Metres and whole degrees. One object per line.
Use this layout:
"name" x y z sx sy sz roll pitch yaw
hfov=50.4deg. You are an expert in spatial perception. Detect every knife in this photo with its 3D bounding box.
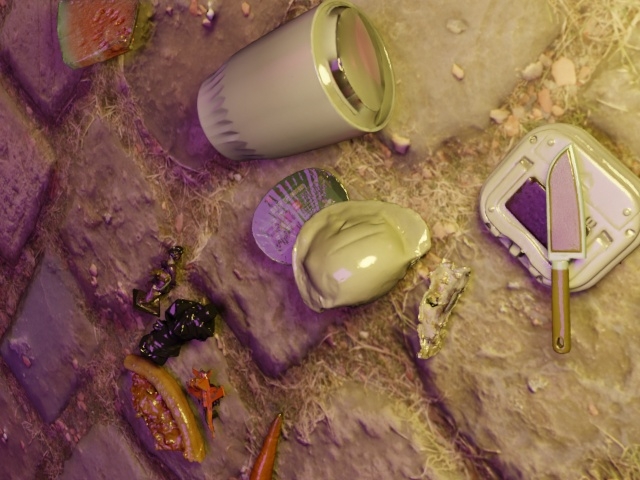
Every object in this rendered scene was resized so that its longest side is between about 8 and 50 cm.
"knife" 0.398 0.015 1.096 0.061 0.027 0.343 0 97 37

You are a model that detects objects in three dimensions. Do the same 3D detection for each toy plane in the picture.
"toy plane" -0.288 0.416 1.757 0.135 0.062 0.188 -6 107 37

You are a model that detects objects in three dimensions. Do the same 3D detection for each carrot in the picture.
"carrot" -0.135 0.533 1.658 0.061 0.061 0.257 19 105 33

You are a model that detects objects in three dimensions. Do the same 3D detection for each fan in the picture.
"fan" -0.033 -0.004 1.465 0.223 0.012 0.294 -11 90 8

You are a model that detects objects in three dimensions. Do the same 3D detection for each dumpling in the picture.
"dumpling" 0.071 0.021 1.381 0.227 0.243 0.175 62 154 24

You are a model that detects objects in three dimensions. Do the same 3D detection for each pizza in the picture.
"pizza" -0.434 0.462 1.854 0.182 0.074 0.365 -43 70 23

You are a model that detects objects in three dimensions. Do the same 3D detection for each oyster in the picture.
"oyster" 0.236 0.128 1.336 0.200 0.061 0.106 -58 46 25

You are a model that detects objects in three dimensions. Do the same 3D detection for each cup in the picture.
"cup" -0.051 -0.297 1.355 0.371 0.253 0.253 -12 89 40

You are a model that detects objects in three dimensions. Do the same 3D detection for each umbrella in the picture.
"umbrella" -0.364 0.227 1.746 0.272 0.110 0.122 -32 79 36

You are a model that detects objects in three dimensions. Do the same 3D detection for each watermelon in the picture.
"watermelon" -0.552 -0.550 1.773 0.256 0.140 0.193 -7 88 27

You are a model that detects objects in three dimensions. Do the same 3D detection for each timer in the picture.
"timer" 0.406 -0.053 1.149 0.262 0.087 0.237 49 122 19

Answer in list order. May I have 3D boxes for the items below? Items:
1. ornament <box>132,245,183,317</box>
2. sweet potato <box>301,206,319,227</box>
"ornament" -0.413 0.092 1.789 0.203 0.088 0.081 -58 31 15
"sweet potato" -0.020 -0.034 1.493 0.056 0.056 0.195 20 102 33
